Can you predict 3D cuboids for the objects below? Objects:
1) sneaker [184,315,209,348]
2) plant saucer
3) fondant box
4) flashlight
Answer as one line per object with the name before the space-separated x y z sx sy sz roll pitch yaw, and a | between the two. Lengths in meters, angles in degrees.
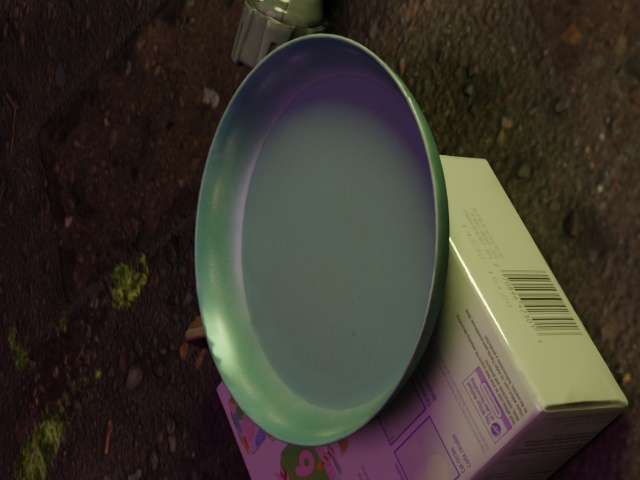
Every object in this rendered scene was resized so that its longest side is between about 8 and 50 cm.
sneaker | -0.058 0.061 1.230 0.188 0.066 0.071 -16 60 45
plant saucer | 0.000 0.000 1.011 0.317 0.044 0.317 -3 86 54
fondant box | 0.061 0.125 1.038 0.330 0.096 0.238 -52 50 37
flashlight | -0.001 -0.283 1.116 0.103 0.103 0.304 41 120 41
